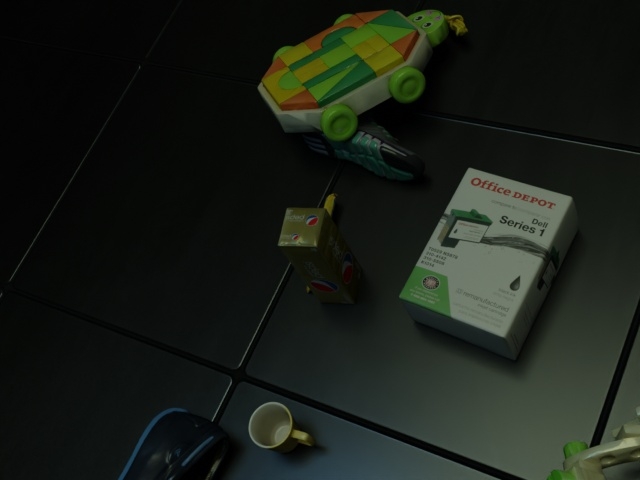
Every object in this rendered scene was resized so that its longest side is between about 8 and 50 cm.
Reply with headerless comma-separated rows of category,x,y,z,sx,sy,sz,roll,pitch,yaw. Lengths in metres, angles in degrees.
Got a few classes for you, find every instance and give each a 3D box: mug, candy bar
mug,-0.052,0.263,1.169,0.062,0.064,0.078,-41,56,-5
candy bar,0.000,0.000,1.314,0.018,0.040,0.161,16,66,-1

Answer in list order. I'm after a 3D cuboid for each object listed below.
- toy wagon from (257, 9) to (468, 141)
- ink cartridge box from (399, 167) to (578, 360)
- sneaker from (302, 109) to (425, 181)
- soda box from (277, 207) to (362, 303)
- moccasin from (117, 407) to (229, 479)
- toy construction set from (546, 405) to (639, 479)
toy wagon,0.070,-0.292,1.391,0.345,0.068,0.267,-30,39,-2
ink cartridge box,0.231,0.027,1.172,0.160,0.092,0.219,20,71,29
sneaker,0.078,-0.167,1.355,0.224,0.083,0.098,23,67,32
soda box,0.003,0.024,1.211,0.058,0.181,0.061,1,62,22
moccasin,-0.225,0.382,1.126,0.117,0.137,0.341,8,66,27
toy construction set,0.327,0.301,0.905,0.151,0.215,0.327,29,39,-8
